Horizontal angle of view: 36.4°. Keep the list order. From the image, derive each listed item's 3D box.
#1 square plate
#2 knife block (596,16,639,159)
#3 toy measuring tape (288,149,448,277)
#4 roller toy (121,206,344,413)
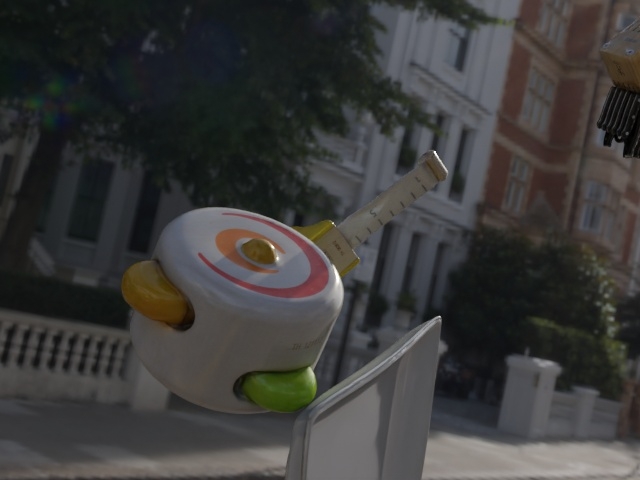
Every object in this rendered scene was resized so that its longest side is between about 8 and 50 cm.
[{"bbox_3d":[0.036,0.283,1.072,0.049,0.347,0.344,13,17,24],"label":"square plate"},{"bbox_3d":[0.612,-0.279,1.738,0.242,0.275,0.088,54,-6,-32],"label":"knife block"},{"bbox_3d":[0.000,0.000,1.158,0.121,0.330,0.121,49,-9,11],"label":"toy measuring tape"},{"bbox_3d":[-0.083,0.060,0.964,0.209,0.146,0.191,23,26,-2],"label":"roller toy"}]
